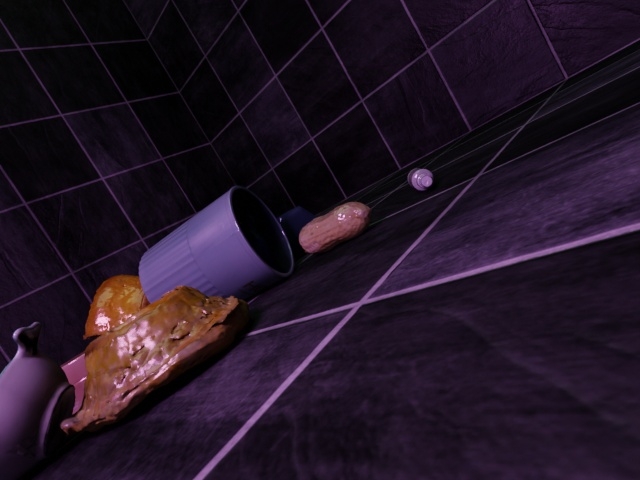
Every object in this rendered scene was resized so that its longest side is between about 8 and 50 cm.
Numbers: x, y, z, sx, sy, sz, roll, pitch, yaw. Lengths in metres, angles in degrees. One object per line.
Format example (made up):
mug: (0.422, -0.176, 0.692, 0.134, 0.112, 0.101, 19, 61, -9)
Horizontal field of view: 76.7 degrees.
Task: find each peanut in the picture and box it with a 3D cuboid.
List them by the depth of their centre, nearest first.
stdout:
peanut: (0.038, -0.031, 1.010, 0.214, 0.090, 0.098, -25, -21, 36)

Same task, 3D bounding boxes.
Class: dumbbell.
dumbbell: (-0.129, -0.007, 1.370, 0.159, 0.144, 0.324, -32, 5, -29)

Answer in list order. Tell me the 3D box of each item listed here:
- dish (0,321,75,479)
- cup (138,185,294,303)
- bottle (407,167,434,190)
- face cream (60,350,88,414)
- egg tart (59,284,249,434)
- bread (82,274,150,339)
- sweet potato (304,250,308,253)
dish: (-0.433, 0.257, 0.619, 0.078, 0.246, 0.224, 10, -3, -12)
cup: (-0.265, 0.036, 1.068, 0.311, 0.257, 0.331, -31, 21, 14)
bottle: (0.271, -0.163, 1.087, 0.060, 0.060, 0.217, -29, 6, 13)
face cream: (-0.500, 0.294, 0.888, 0.149, 0.104, 0.149, -30, 6, 3)
egg tart: (-0.282, 0.176, 0.699, 0.341, 0.129, 0.341, -29, 7, 4)
bread: (-0.505, 0.181, 1.113, 0.194, 0.179, 0.340, -1, -13, -11)
sweet potato: (0.006, 0.000, 1.159, 0.041, 0.038, 0.153, 3, 25, 36)
